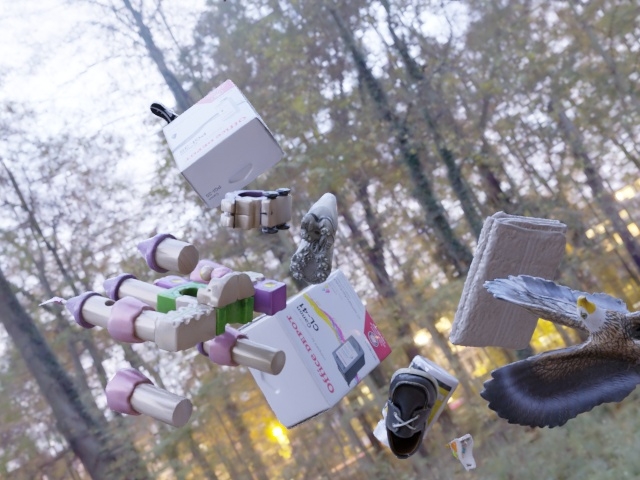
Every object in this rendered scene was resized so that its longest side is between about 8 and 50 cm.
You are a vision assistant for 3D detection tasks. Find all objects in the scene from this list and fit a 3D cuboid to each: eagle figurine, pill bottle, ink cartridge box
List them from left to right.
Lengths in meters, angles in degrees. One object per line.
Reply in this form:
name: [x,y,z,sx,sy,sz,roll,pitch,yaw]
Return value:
ink cartridge box: [-0.222,-0.222,1.812,0.207,0.283,0.117,-36,-58,1]
ink cartridge box: [-0.009,0.215,1.676,0.131,0.226,0.306,-32,-2,30]
pill bottle: [0.217,0.382,1.870,0.209,0.119,0.119,-59,-17,2]
eagle figurine: [0.406,0.147,1.230,0.298,0.225,0.226,-15,15,36]

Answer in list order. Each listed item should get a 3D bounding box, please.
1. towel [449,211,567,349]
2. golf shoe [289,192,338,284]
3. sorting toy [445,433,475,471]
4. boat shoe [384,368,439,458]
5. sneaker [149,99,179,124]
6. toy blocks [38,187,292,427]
towel: [0.365,0.084,1.584,0.187,0.049,0.282,7,-70,-25]
golf shoe: [0.000,0.000,1.295,0.176,0.069,0.086,108,-176,-50]
sorting toy: [0.327,0.489,1.852,0.045,0.075,0.083,-36,-21,22]
boat shoe: [0.151,0.291,1.363,0.084,0.079,0.233,10,-38,6]
sneaker: [-0.377,-0.311,2.017,0.040,0.109,0.044,-42,27,11]
toy blocks: [-0.225,0.072,1.226,0.260,0.309,0.288,12,18,33]
